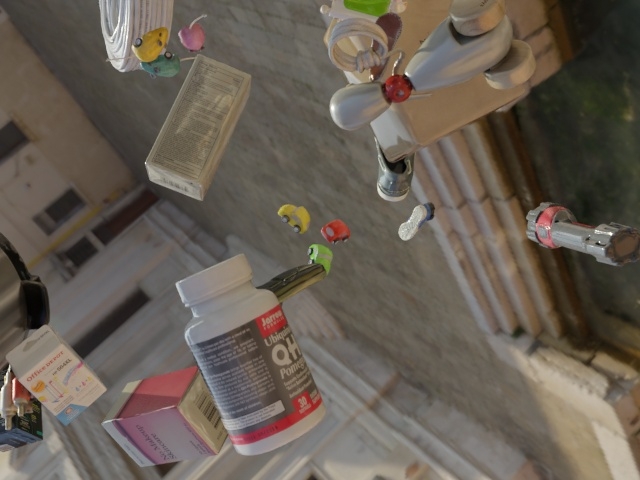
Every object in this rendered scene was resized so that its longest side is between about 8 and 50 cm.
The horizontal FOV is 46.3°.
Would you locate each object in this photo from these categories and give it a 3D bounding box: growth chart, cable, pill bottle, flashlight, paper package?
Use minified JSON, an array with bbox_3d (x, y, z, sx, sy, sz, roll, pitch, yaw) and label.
[{"bbox_3d":[0.084,-0.511,1.366,0.021,0.172,0.237,-102,16,-74],"label":"growth chart"},{"bbox_3d":[-0.644,0.245,1.572,0.139,0.072,0.287,-38,62,41],"label":"cable"},{"bbox_3d":[-0.129,0.192,1.302,0.318,0.176,0.176,66,166,-3],"label":"pill bottle"},{"bbox_3d":[-0.325,-0.425,1.315,0.257,0.089,0.257,19,110,62],"label":"cable"},{"bbox_3d":[0.546,-0.014,1.553,0.103,0.103,0.304,31,179,-19],"label":"flashlight"},{"bbox_3d":[0.220,-0.378,1.602,0.324,0.310,0.168,62,162,-1],"label":"paper package"}]

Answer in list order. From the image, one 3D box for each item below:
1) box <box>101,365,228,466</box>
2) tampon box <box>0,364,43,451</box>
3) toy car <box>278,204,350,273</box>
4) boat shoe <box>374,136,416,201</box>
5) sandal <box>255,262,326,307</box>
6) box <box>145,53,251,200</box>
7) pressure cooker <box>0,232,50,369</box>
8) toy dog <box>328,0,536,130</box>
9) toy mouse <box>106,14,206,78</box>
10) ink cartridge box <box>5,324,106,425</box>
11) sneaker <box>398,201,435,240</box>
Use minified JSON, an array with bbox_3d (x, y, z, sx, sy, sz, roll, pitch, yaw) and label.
[{"bbox_3d":[-0.315,0.373,1.580,0.232,0.127,0.148,-19,117,32],"label":"box"},{"bbox_3d":[-0.703,0.375,1.687,0.120,0.101,0.161,68,-175,-60],"label":"tampon box"},{"bbox_3d":[0.000,0.000,2.087,0.239,0.053,0.225,19,-139,-26],"label":"toy car"},{"bbox_3d":[0.198,-0.254,1.933,0.116,0.319,0.099,5,147,2],"label":"boat shoe"},{"bbox_3d":[-0.116,0.140,1.510,0.086,0.303,0.120,67,172,-16],"label":"sandal"},{"bbox_3d":[-0.289,-0.272,1.800,0.148,0.311,0.121,23,163,0],"label":"box"},{"bbox_3d":[-0.732,0.134,1.335,0.370,0.375,0.420,44,-166,-8],"label":"pressure cooker"},{"bbox_3d":[0.172,-0.307,1.212,0.161,0.334,0.220,-92,-7,-46],"label":"toy dog"},{"bbox_3d":[-0.222,-0.288,1.151,0.031,0.161,0.143,65,-164,11],"label":"toy mouse"},{"bbox_3d":[-0.452,0.222,1.268,0.090,0.092,0.143,25,153,54],"label":"ink cartridge box"},{"bbox_3d":[0.313,-0.063,2.387,0.058,0.085,0.152,48,135,22],"label":"sneaker"}]
